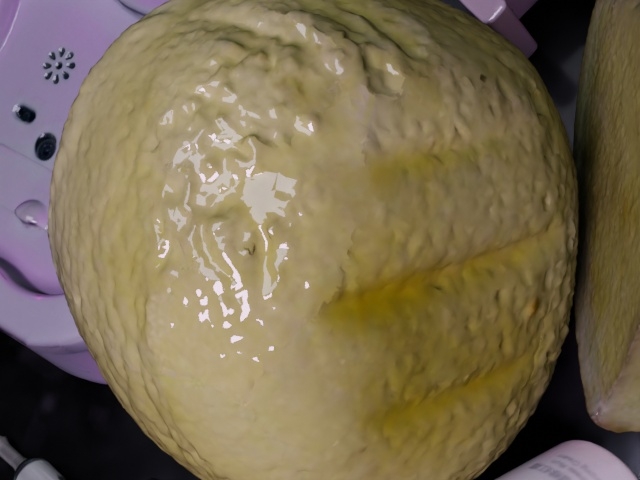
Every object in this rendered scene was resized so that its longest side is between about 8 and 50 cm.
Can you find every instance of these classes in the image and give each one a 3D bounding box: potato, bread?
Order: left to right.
[{"bbox_3d":[0.008,0.004,1.066,0.237,0.320,0.320,28,87,38],"label":"bread"},{"bbox_3d":[0.224,-0.066,1.070,0.112,0.269,0.255,10,38,-11],"label":"potato"}]

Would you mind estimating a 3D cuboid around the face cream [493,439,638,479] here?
[{"bbox_3d":[0.031,0.216,0.993,0.345,0.102,0.102,-24,52,-33],"label":"face cream"}]

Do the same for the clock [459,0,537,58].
[{"bbox_3d":[0.165,-0.304,1.233,0.275,0.080,0.290,-32,63,13],"label":"clock"}]

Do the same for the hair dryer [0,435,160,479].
[{"bbox_3d":[-0.165,0.176,1.256,0.197,0.057,0.100,33,88,37],"label":"hair dryer"}]

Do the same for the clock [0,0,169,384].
[{"bbox_3d":[-0.143,-0.075,1.296,0.338,0.102,0.339,-9,69,24],"label":"clock"}]
